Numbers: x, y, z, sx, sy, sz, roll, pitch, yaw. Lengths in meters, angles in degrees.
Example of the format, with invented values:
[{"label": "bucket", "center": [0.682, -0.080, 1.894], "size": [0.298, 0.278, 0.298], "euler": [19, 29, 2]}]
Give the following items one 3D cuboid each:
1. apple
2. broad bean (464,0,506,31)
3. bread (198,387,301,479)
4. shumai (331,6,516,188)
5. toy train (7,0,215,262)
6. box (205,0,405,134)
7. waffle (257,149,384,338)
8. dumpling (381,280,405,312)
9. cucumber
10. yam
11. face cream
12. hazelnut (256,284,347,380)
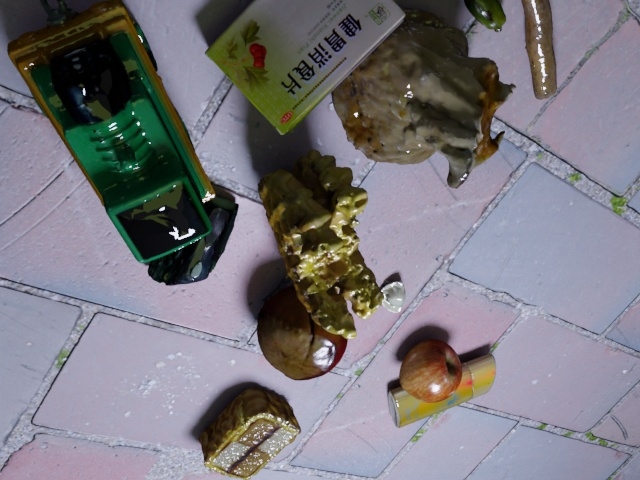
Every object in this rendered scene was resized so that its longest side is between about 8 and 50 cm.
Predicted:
[{"label": "apple", "center": [0.260, 0.314, 1.662], "size": [0.146, 0.146, 0.131], "euler": [27, 134, -36]}, {"label": "broad bean", "center": [0.262, -0.413, 1.176], "size": [0.048, 0.070, 0.214], "euler": [-36, 142, 27]}, {"label": "bread", "center": [-0.169, 0.446, 1.603], "size": [0.181, 0.096, 0.222], "euler": [32, 110, -37]}, {"label": "shumai", "center": [0.171, -0.220, 1.150], "size": [0.267, 0.262, 0.314], "euler": [-43, 128, 10]}, {"label": "toy train", "center": [-0.284, -0.145, 1.011], "size": [0.178, 0.249, 0.429], "euler": [-25, 131, -4]}, {"label": "box", "center": [-0.024, -0.313, 1.068], "size": [0.260, 0.062, 0.175], "euler": [-43, 94, 10]}, {"label": "waffle", "center": [0.000, 0.000, 1.238], "size": [0.151, 0.261, 0.324], "euler": [-24, 134, -15]}, {"label": "dumpling", "center": [0.159, 0.122, 1.543], "size": [0.059, 0.043, 0.077], "euler": [-4, 144, -1]}, {"label": "cucumber", "center": [-0.221, 0.008, 1.271], "size": [0.115, 0.086, 0.193], "euler": [20, 108, -31]}, {"label": "yam", "center": [0.400, -0.366, 1.278], "size": [0.057, 0.057, 0.241], "euler": [-27, 132, -3]}, {"label": "face cream", "center": [0.315, 0.384, 1.785], "size": [0.285, 0.067, 0.139], "euler": [-19, 132, -10]}, {"label": "hazelnut", "center": [-0.025, 0.173, 1.423], "size": [0.208, 0.208, 0.208], "euler": [-12, 128, -15]}]
